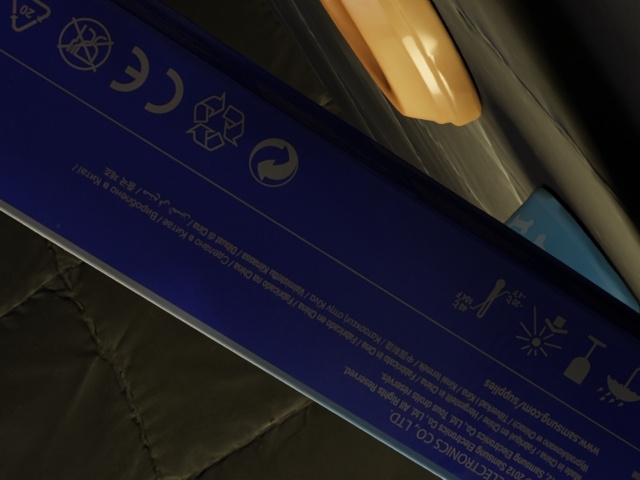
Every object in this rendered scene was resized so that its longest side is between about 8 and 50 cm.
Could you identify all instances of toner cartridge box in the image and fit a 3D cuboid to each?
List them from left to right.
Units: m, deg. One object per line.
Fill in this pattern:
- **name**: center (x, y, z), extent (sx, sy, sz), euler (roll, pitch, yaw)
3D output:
- **toner cartridge box**: center (0.000, 0.000, 0.673), extent (0.347, 0.075, 0.165), euler (32, -175, -12)

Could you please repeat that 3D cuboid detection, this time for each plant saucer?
- **plant saucer**: center (0.016, -0.140, 1.011), extent (0.200, 0.037, 0.200), euler (58, -179, -2)

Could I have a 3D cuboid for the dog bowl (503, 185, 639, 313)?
- **dog bowl**: center (0.157, 0.114, 0.937), extent (0.297, 0.074, 0.166), euler (58, -179, 17)
